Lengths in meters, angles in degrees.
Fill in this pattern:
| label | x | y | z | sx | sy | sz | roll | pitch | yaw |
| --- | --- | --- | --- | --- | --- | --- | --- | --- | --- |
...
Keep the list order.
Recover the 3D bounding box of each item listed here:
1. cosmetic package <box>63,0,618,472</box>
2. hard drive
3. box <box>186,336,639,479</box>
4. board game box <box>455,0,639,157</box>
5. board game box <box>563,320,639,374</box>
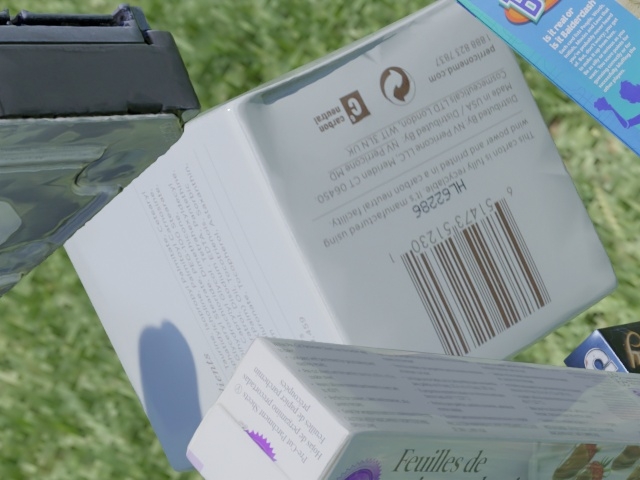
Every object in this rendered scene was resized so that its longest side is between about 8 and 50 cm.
| label | x | y | z | sx | sy | sz | roll | pitch | yaw |
| --- | --- | --- | --- | --- | --- | --- | --- | --- | --- |
| cosmetic package | 0.000 | 0.000 | 1.840 | 0.394 | 0.329 | 0.327 | -19 | 98 | 55 |
| hard drive | -0.237 | 0.011 | 0.819 | 0.339 | 0.237 | 0.064 | -38 | 69 | 39 |
| box | 0.076 | 0.095 | 0.854 | 0.067 | 0.324 | 0.063 | 42 | 110 | 33 |
| board game box | 0.217 | -0.150 | 1.212 | 0.160 | 0.210 | 0.047 | -49 | 1 | 17 |
| board game box | 0.311 | 0.130 | 1.440 | 0.042 | 0.243 | 0.165 | -49 | 64 | 32 |
